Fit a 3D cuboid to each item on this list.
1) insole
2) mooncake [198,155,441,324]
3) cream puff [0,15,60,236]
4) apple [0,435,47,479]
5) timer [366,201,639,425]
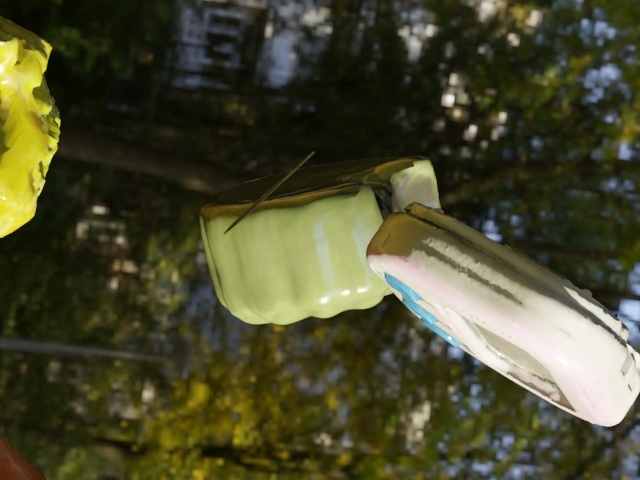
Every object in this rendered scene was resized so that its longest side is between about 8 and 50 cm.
[{"bbox_3d":[-0.063,-0.059,1.781,0.152,0.002,0.053,-42,-172,-6],"label":"insole"},{"bbox_3d":[0.000,0.000,2.019,0.351,0.351,0.187,-132,-152,-77],"label":"mooncake"},{"bbox_3d":[-0.357,-0.119,1.321,0.185,0.282,0.282,132,-34,-53],"label":"cream puff"},{"bbox_3d":[-0.386,0.287,1.277,0.295,0.329,0.365,-47,-119,8],"label":"apple"},{"bbox_3d":[0.132,0.052,1.020,0.069,0.190,0.208,-56,154,-7],"label":"timer"}]
